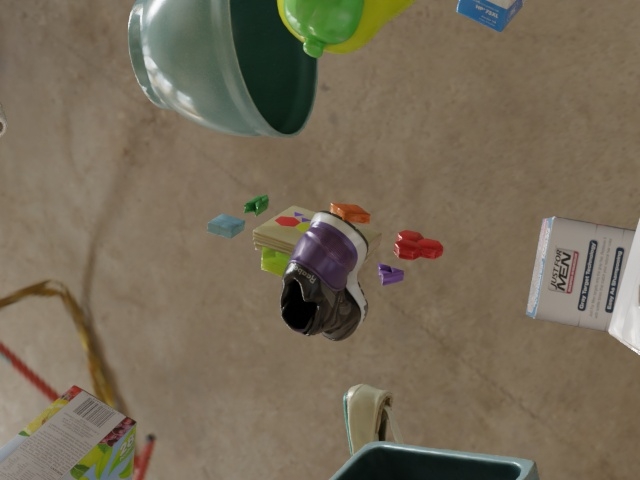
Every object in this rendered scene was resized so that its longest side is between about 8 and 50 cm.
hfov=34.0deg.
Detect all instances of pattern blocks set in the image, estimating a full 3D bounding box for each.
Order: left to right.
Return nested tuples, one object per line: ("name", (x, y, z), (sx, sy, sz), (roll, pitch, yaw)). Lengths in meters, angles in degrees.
("pattern blocks set", (0.000, 0.000, 1.665), (0.325, 0.285, 0.026), (23, 119, 29))

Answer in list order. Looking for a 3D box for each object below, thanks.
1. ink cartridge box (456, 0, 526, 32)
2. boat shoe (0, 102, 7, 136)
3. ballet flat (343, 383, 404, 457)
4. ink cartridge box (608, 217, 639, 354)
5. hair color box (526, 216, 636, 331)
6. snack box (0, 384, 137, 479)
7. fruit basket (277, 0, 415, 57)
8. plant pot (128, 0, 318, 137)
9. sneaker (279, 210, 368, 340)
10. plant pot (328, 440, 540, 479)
("ink cartridge box", (0.270, -0.421, 1.442), (0.078, 0.134, 0.231), (30, 148, 15))
("boat shoe", (-0.430, -0.086, 0.982), (0.096, 0.277, 0.098), (49, 154, 31))
("ballet flat", (0.079, 0.320, 1.430), (0.086, 0.086, 0.248), (-7, 86, 44))
("ink cartridge box", (0.534, 0.083, 1.369), (0.168, 0.233, 0.171), (-138, 57, -69))
("hair color box", (0.530, 0.073, 1.725), (0.347, 0.105, 0.173), (10, 91, 2))
("snack box", (-0.227, 0.236, 0.775), (0.070, 0.207, 0.174), (25, 129, 17))
("fruit basket", (0.048, -0.379, 1.138), (0.392, 0.392, 0.283), (-13, 110, 45))
("plant pot", (-0.148, -0.282, 1.492), (0.196, 0.293, 0.293), (-4, 103, 23))
("sneaker", (-0.012, 0.079, 1.402), (0.107, 0.124, 0.283), (29, 155, 19))
("plant pot", (0.112, 0.397, 1.126), (0.248, 0.247, 0.252), (-4, 116, 47))
